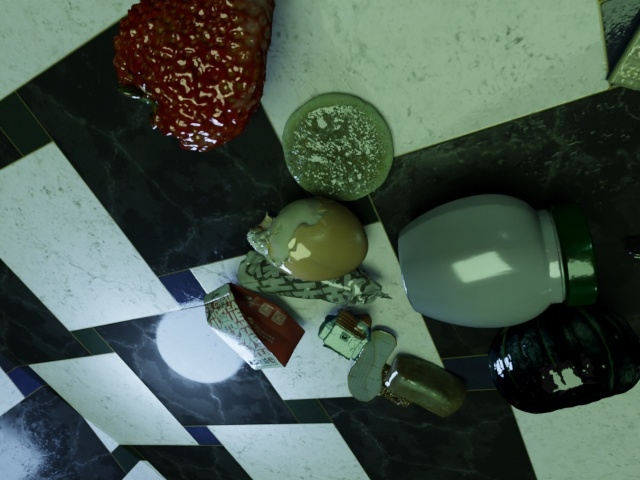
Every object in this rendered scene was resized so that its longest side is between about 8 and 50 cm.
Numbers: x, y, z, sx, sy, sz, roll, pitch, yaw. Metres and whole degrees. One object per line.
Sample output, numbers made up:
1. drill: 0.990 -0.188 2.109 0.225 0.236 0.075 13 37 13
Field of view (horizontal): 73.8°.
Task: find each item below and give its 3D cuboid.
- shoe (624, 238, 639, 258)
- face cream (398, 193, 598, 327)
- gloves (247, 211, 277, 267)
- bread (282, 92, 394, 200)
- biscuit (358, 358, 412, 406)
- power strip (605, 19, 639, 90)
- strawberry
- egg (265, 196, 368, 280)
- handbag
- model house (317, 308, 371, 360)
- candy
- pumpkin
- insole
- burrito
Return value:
1. shoe: 0.716 0.029 0.880 0.159 0.062 0.053 3 138 17
2. face cream: 0.364 0.048 0.910 0.356 0.219 0.313 -8 121 23
3. gloves: -0.110 0.006 1.116 0.153 0.114 0.070 39 151 8
4. bread: 0.033 -0.198 0.962 0.266 0.040 0.267 9 127 12
5. biscuit: 0.212 0.459 1.381 0.236 0.026 0.131 31 127 -5
6. power strip: 0.537 -0.317 0.707 0.056 0.032 0.123 17 127 6
7. strawberry: -0.204 -0.356 0.798 0.312 0.267 0.351 48 113 20
8. egg: 0.000 0.000 1.013 0.244 0.201 0.201 15 132 -23
9. handbag: -0.207 0.240 1.282 0.171 0.151 0.298 -21 115 44
10. model house: 0.090 0.245 1.225 0.148 0.119 0.149 34 116 -2
11. candy: 0.315 0.435 1.281 0.234 0.102 0.104 27 129 2
12. pumpkin: 0.545 0.254 0.975 0.315 0.239 0.315 -9 154 -5
13. insole: 0.156 0.401 1.338 0.119 0.009 0.348 20 127 7
14. burrito: -0.023 0.100 1.159 0.445 0.101 0.139 6 115 18
